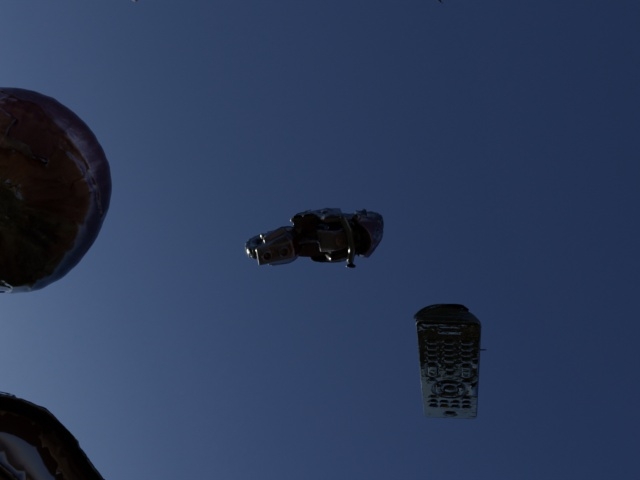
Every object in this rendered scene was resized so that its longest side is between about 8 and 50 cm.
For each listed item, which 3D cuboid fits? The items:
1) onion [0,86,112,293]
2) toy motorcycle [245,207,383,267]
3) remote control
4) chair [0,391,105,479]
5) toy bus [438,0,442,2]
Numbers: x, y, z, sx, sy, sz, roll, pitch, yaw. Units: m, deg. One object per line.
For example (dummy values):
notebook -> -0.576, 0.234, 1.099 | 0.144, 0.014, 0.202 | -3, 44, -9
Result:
onion -> -0.522, -0.088, 1.518 | 0.348, 0.285, 0.347 | -2, -76, -10
toy motorcycle -> 0.000, 0.001, 1.314 | 0.213, 0.122, 0.082 | -13, -76, -13
remote control -> 0.065, 0.062, 0.449 | 0.034, 0.016, 0.091 | 0, -40, 8
chair -> -0.162, 0.140, 0.357 | 0.183, 0.176, 0.326 | 53, -26, 3
toy bus -> 0.049, -0.154, 0.444 | 0.058, 0.102, 0.052 | 26, -73, -14
